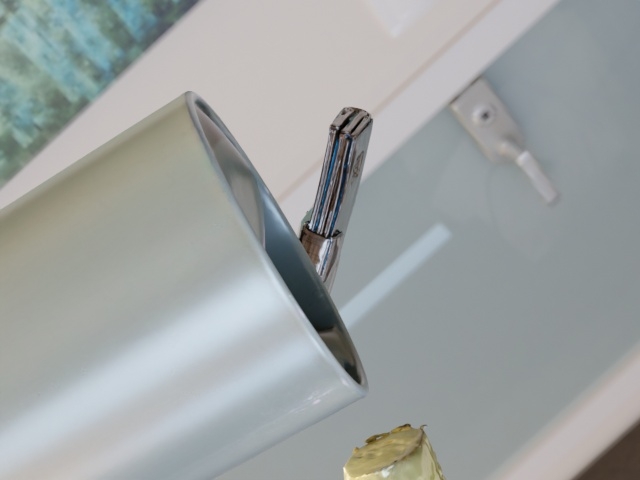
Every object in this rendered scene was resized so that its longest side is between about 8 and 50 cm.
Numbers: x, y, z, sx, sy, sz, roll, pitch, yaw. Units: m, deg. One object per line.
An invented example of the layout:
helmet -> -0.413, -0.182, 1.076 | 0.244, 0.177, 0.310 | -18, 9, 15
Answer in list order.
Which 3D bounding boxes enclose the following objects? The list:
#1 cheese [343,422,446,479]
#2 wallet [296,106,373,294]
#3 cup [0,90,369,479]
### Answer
cheese -> 0.096, 0.299, 1.238 | 0.123, 0.093, 0.167 | -38, -72, -62
wallet -> 0.000, 0.000, 1.014 | 0.042, 0.230, 0.124 | 18, -164, 5
cup -> -0.151, 0.073, 0.678 | 0.205, 0.312, 0.205 | 60, -176, -6
